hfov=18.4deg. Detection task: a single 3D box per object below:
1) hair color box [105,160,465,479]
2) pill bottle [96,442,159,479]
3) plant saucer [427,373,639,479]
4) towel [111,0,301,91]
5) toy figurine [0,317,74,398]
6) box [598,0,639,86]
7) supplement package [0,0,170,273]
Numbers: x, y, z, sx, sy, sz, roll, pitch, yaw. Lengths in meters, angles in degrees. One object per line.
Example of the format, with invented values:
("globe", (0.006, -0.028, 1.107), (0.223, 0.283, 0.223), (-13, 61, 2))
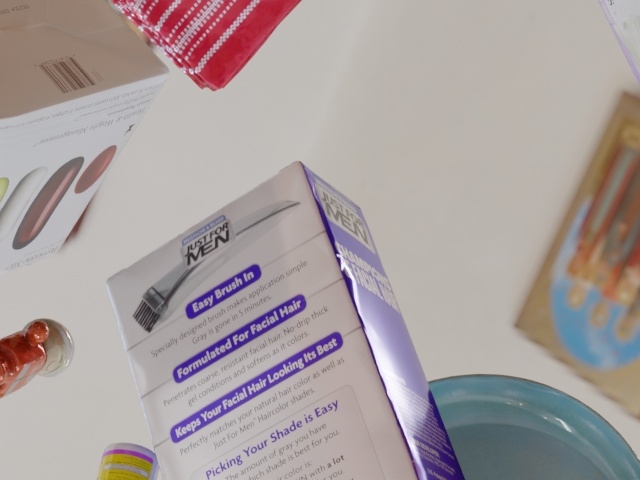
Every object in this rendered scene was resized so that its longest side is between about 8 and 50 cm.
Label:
("hair color box", (-0.017, 0.134, 1.405), (0.110, 0.185, 0.339), (34, -149, -54))
("pill bottle", (-0.145, 0.191, 1.425), (0.043, 0.083, 0.043), (8, 148, 5))
("plant saucer", (0.102, 0.250, 1.425), (0.317, 0.318, 0.044), (31, 171, 35))
("towel", (-0.134, -0.302, 1.927), (0.275, 0.199, 0.031), (44, 179, -20))
("toy figurine", (-0.354, 0.050, 1.915), (0.209, 0.213, 0.148), (-4, -171, 24))
("box", (0.278, -0.154, 1.535), (0.324, 0.067, 0.063), (64, 161, -6))
("supplement package", (-0.257, -0.084, 1.437), (0.149, 0.203, 0.194), (48, -144, 15))
